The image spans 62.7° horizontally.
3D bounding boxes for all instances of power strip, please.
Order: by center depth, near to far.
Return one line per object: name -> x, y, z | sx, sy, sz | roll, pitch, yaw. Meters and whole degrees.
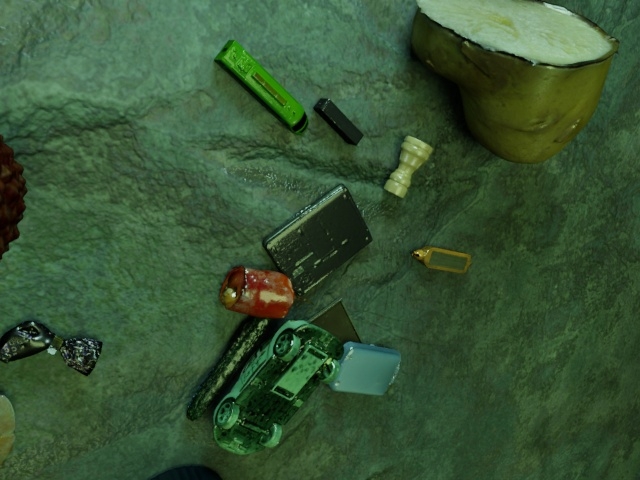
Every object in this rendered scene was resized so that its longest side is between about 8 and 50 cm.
power strip -> 0.035, -0.225, 0.996 | 0.111, 0.038, 0.029 | 39, 84, -34
power strip -> 0.282, 0.042, 1.232 | 0.178, 0.028, 0.049 | 10, 101, -32

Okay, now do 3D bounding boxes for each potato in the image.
potato -> 0.356, -0.296, 1.048 | 0.398, 0.289, 0.295 | 0, 136, -10

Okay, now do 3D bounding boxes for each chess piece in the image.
chess piece -> 0.180, -0.150, 1.092 | 0.066, 0.066, 0.122 | 19, 102, -33

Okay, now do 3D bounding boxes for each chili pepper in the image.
chili pepper -> -0.091, 0.105, 1.012 | 0.192, 0.084, 0.086 | 16, 132, -30

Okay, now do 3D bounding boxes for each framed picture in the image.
framed picture -> 0.030, 0.210, 1.157 | 0.109, 0.011, 0.149 | -34, 120, -16

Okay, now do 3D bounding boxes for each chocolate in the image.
chocolate -> -0.436, 0.174, 0.853 | 0.147, 0.070, 0.072 | 22, 67, -34

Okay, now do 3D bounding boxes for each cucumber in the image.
cucumber -> -0.185, 0.247, 1.030 | 0.044, 0.043, 0.256 | 37, 88, -28

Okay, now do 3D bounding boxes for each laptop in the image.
laptop -> 0.000, 0.000, 1.059 | 0.207, 0.026, 0.153 | -37, 121, -13

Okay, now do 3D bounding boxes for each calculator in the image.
calculator -> 0.102, 0.295, 1.202 | 0.210, 0.039, 0.121 | 17, 100, -36

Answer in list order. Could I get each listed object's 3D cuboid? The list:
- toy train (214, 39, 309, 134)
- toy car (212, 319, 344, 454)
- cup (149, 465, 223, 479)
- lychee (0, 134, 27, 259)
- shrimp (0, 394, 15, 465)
toy train -> -0.088, -0.256, 0.913 | 0.209, 0.042, 0.044 | 38, 87, -33
toy car -> -0.093, 0.280, 1.045 | 0.136, 0.125, 0.305 | 37, 96, -32
cup -> -0.248, 0.627, 0.975 | 0.242, 0.292, 0.307 | 20, 97, -33
lychee -> -0.500, -0.056, 0.630 | 0.264, 0.300, 0.264 | 17, 54, -25
shrimp -> -0.576, 0.257, 0.805 | 0.164, 0.062, 0.316 | -19, 119, -28
